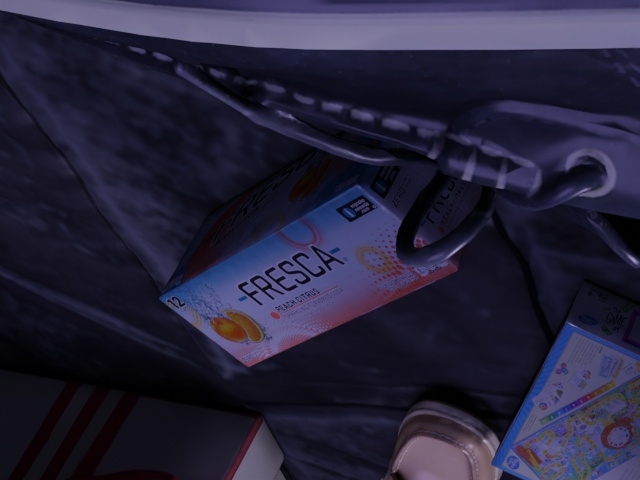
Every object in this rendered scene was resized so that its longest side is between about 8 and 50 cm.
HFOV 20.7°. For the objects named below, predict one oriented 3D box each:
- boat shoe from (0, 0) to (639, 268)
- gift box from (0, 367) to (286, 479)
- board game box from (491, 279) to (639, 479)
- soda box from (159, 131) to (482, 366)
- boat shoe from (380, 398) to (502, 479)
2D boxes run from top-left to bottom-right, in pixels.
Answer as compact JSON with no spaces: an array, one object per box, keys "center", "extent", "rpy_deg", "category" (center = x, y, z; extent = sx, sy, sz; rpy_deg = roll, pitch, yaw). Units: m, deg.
[{"center":[0.079,-0.076,0.545],"extent":[0.500,0.187,0.156],"rpy_deg":[9,137,19],"category":"boat shoe"},{"center":[-0.144,0.248,1.080],"extent":[0.255,0.276,0.258],"rpy_deg":[2,138,26],"category":"gift box"},{"center":[0.151,0.089,0.858],"extent":[0.103,0.026,0.154],"rpy_deg":[25,147,6],"category":"board game box"},{"center":[0.000,0.000,0.819],"extent":[0.063,0.058,0.183],"rpy_deg":[39,145,-17],"category":"soda box"},{"center":[0.060,0.150,0.979],"extent":[0.063,0.059,0.170],"rpy_deg":[21,147,11],"category":"boat shoe"}]
